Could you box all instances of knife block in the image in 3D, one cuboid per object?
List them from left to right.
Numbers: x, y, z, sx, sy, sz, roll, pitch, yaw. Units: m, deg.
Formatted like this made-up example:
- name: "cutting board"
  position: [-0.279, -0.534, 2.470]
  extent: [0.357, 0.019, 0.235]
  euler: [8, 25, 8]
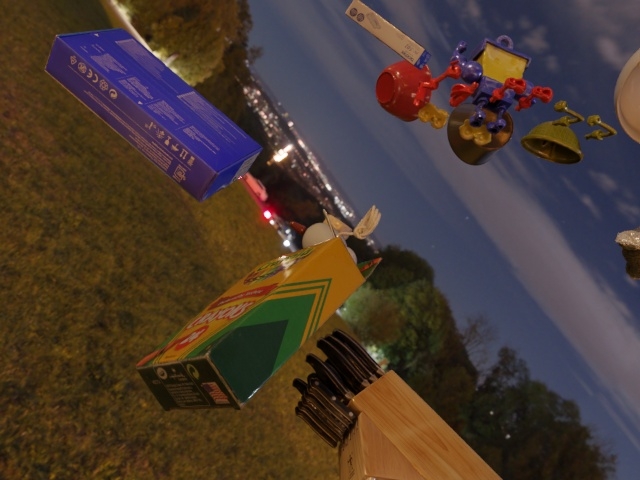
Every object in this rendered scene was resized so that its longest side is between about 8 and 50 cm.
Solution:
- name: "knife block"
  position: [0.099, 0.250, 0.788]
  extent: [0.275, 0.088, 0.242]
  euler: [14, 39, -12]

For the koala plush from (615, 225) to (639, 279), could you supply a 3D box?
- name: "koala plush"
  position: [0.736, 0.007, 1.139]
  extent: [0.196, 0.221, 0.203]
  euler: [44, 39, -47]

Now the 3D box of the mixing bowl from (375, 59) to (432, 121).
- name: "mixing bowl"
  position: [0.222, -0.433, 1.580]
  extent: [0.098, 0.181, 0.181]
  euler: [-5, 45, -32]

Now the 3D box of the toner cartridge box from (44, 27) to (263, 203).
- name: "toner cartridge box"
  position: [-0.283, -0.227, 0.966]
  extent: [0.348, 0.075, 0.165]
  euler: [41, 32, 2]

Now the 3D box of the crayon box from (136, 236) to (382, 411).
- name: "crayon box"
  position: [-0.078, 0.099, 0.775]
  extent: [0.318, 0.202, 0.081]
  euler: [-40, 103, -42]

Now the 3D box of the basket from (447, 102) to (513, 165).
- name: "basket"
  position: [0.485, -0.331, 1.669]
  extent: [0.227, 0.154, 0.204]
  euler: [-73, 143, -84]

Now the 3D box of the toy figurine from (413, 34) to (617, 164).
- name: "toy figurine"
  position: [0.380, -0.314, 1.071]
  extent: [0.362, 0.217, 0.191]
  euler: [18, -22, -7]

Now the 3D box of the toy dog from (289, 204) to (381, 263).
- name: "toy dog"
  position: [0.000, 0.000, 1.417]
  extent: [0.161, 0.220, 0.333]
  euler: [29, -18, -9]

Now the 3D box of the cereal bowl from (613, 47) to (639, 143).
- name: "cereal bowl"
  position: [0.961, -0.416, 1.471]
  extent: [0.339, 0.339, 0.141]
  euler: [52, 33, -28]

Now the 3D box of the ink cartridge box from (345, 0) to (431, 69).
- name: "ink cartridge box"
  position: [0.162, -0.485, 1.303]
  extent: [0.207, 0.046, 0.097]
  euler: [40, 20, 10]
